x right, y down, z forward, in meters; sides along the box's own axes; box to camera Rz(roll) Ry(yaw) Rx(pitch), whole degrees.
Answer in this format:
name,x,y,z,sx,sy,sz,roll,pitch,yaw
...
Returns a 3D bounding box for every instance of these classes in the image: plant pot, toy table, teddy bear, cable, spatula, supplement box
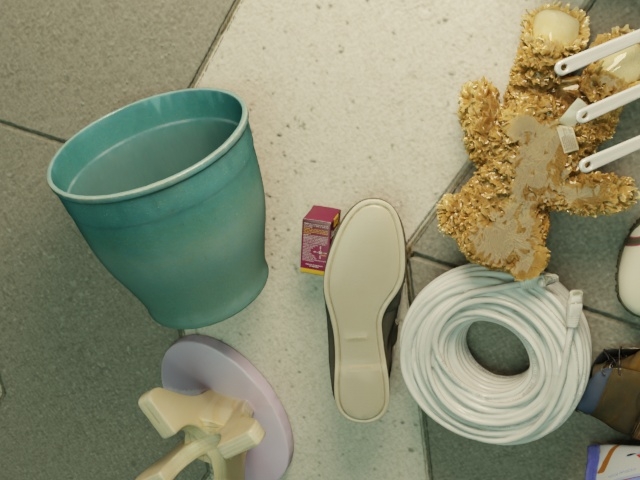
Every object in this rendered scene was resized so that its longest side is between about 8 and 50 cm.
name,x,y,z,sx,sy,sz,roll,pitch,yaw
plant pot,-0.190,-0.029,1.304,0.271,0.272,0.255,-4,124,21
toy table,-0.169,0.298,1.483,0.274,0.161,0.252,46,119,-5
teddy bear,0.276,-0.122,1.192,0.245,0.113,0.338,7,107,9
cable,0.236,0.149,1.309,0.257,0.089,0.257,2,109,25
spatula,0.388,-0.186,1.102,0.242,0.019,0.168,-22,111,-3
supplement box,0.000,0.000,1.356,0.043,0.055,0.083,10,116,14

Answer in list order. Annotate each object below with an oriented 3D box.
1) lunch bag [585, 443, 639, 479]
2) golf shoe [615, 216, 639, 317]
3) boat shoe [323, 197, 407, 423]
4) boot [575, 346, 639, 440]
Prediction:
name,x,y,z,sx,sy,sz,roll,pitch,yaw
lunch bag,0.488,0.401,1.168,0.327,0.385,0.239,-12,108,24
golf shoe,0.444,-0.004,1.163,0.105,0.120,0.273,30,120,3
boat shoe,0.060,0.092,1.359,0.112,0.095,0.335,3,109,2
boot,0.406,0.169,1.265,0.106,0.082,0.219,16,124,15
